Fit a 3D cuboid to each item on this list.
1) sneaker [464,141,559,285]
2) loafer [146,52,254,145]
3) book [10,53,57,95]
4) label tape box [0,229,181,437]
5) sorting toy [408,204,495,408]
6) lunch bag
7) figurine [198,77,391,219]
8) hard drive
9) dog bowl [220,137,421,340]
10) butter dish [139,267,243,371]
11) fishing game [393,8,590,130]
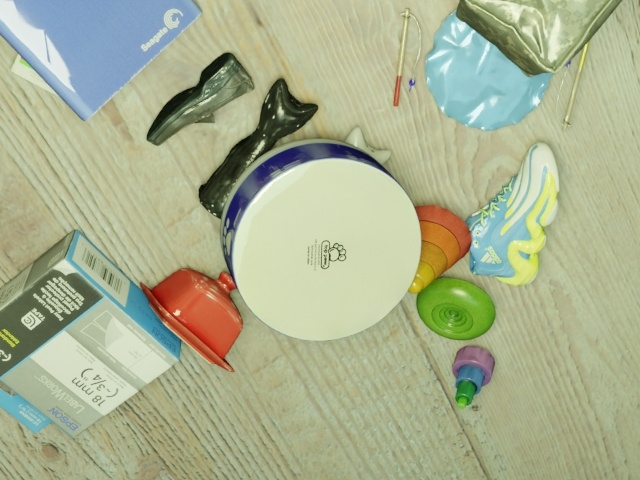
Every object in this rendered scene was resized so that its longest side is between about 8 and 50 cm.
[{"bbox_3d":[0.276,-0.033,1.371,0.126,0.091,0.240,0,120,-5],"label":"sneaker"},{"bbox_3d":[-0.166,-0.180,1.262,0.170,0.062,0.061,-37,121,16],"label":"loafer"},{"bbox_3d":[-0.336,-0.265,1.213,0.096,0.035,0.144,26,112,-17],"label":"book"},{"bbox_3d":[-0.415,0.176,1.409,0.334,0.106,0.240,-37,116,14],"label":"label tape box"},{"bbox_3d":[0.188,0.123,1.406,0.127,0.126,0.365,-3,129,27],"label":"sorting toy"},{"bbox_3d":[0.306,-0.350,1.099,0.169,0.235,0.287,41,101,-1],"label":"lunch bag"},{"bbox_3d":[-0.031,-0.096,1.312,0.215,0.092,0.209,28,109,-21],"label":"figurine"},{"bbox_3d":[-0.325,-0.335,1.128,0.210,0.040,0.318,-45,116,-8],"label":"hard drive"},{"bbox_3d":[0.000,0.000,1.259,0.265,0.104,0.265,-5,111,-12],"label":"dog bowl"},{"bbox_3d":[-0.173,0.097,1.382,0.118,0.160,0.160,-48,116,-6],"label":"butter dish"},{"bbox_3d":[0.235,-0.248,1.278,0.264,0.041,0.189,4,111,-2],"label":"fishing game"}]
